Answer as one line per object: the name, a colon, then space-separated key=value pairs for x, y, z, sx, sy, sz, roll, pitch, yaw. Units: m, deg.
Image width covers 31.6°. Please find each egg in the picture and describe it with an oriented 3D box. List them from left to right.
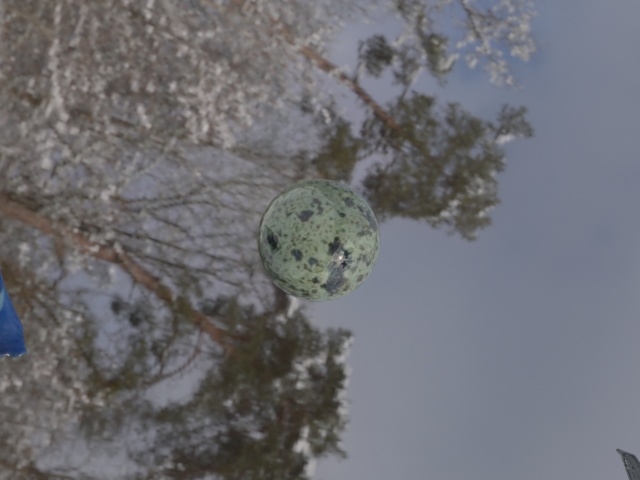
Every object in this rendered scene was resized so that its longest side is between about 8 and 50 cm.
egg: x=0.000 y=0.000 z=1.228 sx=0.132 sy=0.172 sz=0.132 roll=0 pitch=-90 yaw=9

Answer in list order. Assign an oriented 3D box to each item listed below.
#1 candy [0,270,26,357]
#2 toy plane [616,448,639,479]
candy: x=-0.444 y=-0.008 z=1.250 sx=0.077 sy=0.187 sz=0.331 roll=-48 pitch=-126 yaw=36
toy plane: x=0.307 y=0.305 z=1.039 sx=0.226 sy=0.058 sz=0.226 roll=-5 pitch=-116 yaw=33
